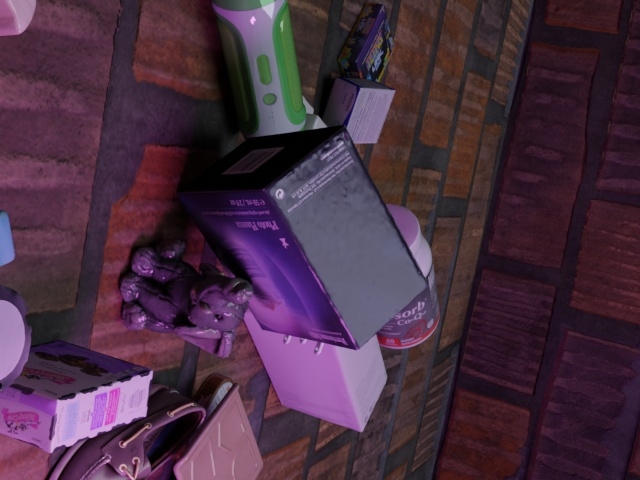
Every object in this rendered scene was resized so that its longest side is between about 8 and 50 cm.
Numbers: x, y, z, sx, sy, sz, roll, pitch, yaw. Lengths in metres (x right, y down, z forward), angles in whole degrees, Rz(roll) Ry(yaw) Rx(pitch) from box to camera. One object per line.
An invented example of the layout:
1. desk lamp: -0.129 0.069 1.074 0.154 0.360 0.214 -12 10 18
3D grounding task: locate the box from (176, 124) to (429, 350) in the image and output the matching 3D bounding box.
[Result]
1. box: -0.033 -0.003 1.460 0.182 0.296 0.294 -41 112 -25

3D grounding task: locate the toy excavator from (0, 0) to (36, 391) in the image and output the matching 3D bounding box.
1. toy excavator: -0.412 -0.076 0.867 0.433 0.222 0.446 -34 125 -59

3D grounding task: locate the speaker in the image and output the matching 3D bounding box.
1. speaker: -0.098 -0.298 1.527 0.131 0.131 0.297 -56 150 -39

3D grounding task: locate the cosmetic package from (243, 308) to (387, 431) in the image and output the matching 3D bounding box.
1. cosmetic package: -0.003 0.225 1.930 0.156 0.217 0.385 -60 154 -32

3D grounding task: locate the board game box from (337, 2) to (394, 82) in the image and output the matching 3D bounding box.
1. board game box: 0.104 -0.411 2.023 0.170 0.048 0.141 -65 156 -24

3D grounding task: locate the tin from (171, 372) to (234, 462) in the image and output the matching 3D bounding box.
1. tin: -0.217 0.337 1.729 0.106 0.040 0.190 84 30 -47

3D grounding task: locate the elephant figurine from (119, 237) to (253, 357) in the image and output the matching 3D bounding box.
1. elephant figurine: -0.178 0.100 1.421 0.186 0.239 0.170 -25 125 -62

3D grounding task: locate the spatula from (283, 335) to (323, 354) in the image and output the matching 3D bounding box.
1. spatula: 0.005 0.086 1.684 0.019 0.168 0.242 26 82 -29

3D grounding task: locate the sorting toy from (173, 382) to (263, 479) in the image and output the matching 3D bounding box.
1. sorting toy: -0.200 0.424 1.593 0.307 0.041 0.229 -52 140 -48

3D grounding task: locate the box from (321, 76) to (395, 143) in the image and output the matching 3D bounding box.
1. box: 0.077 -0.274 1.945 0.137 0.072 0.126 -8 124 -53

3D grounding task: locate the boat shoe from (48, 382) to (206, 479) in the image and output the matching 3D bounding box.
1. boat shoe: -0.303 0.341 1.451 0.324 0.096 0.117 -40 138 -54

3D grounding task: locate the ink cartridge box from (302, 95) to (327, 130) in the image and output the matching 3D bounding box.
1. ink cartridge box: -0.052 -0.115 1.738 0.207 0.119 0.354 38 69 -65

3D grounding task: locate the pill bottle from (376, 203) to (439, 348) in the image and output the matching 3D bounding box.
1. pill bottle: 0.176 0.089 2.264 0.210 0.210 0.363 -61 152 -31

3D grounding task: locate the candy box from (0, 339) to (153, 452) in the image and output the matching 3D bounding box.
1. candy box: -0.343 0.196 1.193 0.196 0.164 0.070 -8 110 -66
